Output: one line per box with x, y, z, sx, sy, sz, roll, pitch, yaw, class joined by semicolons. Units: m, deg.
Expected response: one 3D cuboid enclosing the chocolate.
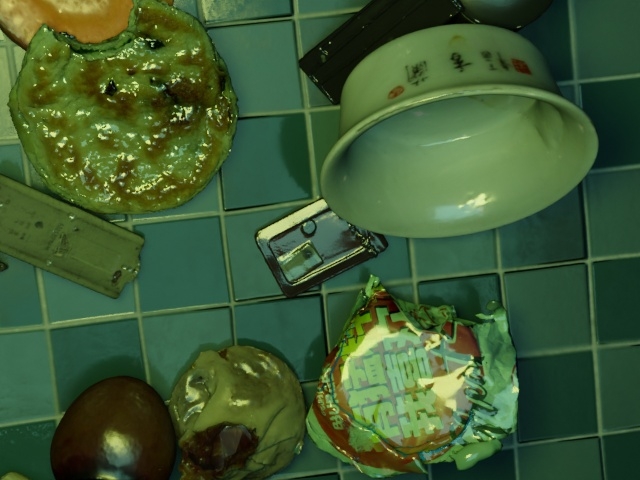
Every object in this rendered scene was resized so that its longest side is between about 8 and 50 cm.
-0.266;0.261;1.898;0.176;0.177;0.177;-1;99;-7;chocolate

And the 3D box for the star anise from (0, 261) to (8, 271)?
-0.486;0.004;1.869;0.204;0.061;0.180;-45;101;1;star anise

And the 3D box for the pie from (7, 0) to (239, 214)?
-0.246;-0.163;1.836;0.302;0.067;0.303;-5;117;-10;pie

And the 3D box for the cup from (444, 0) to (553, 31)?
0.239;-0.352;1.853;0.223;0.176;0.169;-26;98;-2;cup

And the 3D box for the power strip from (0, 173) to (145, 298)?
-0.354;-0.011;1.862;0.268;0.034;0.092;25;91;-26;power strip

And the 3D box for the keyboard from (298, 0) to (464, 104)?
0.074;-0.258;1.846;0.087;0.017;0.250;46;132;-11;keyboard

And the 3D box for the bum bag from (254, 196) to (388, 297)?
0.000;0.000;1.953;0.159;0.026;0.109;-27;101;3;bum bag

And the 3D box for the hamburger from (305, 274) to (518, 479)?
0.131;0.198;1.951;0.276;0.150;0.261;12;79;6;hamburger

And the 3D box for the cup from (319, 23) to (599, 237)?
0.163;-0.154;1.826;0.347;0.347;0.163;-3;61;-7;cup

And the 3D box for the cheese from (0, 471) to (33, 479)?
-0.352;0.372;1.950;0.194;0.043;0.065;27;93;-11;cheese

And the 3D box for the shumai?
-0.112;0.243;1.925;0.201;0.120;0.201;-1;100;-4;shumai

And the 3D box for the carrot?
-0.312;-0.351;1.822;0.258;0.100;0.307;-25;105;0;carrot
